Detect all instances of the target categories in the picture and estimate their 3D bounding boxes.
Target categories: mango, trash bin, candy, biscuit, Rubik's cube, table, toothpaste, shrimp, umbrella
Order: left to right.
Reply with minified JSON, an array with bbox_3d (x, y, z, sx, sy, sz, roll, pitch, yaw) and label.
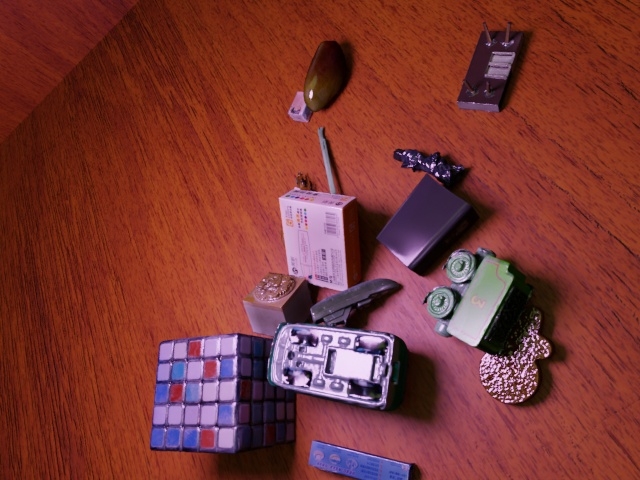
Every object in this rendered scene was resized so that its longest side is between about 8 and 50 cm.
[{"bbox_3d":[-0.259,0.424,1.252,0.293,0.292,0.287,-12,68,27],"label":"Rubik's cube"},{"bbox_3d":[-0.076,-0.085,1.472,0.152,0.063,0.287,-21,65,33],"label":"shrimp"},{"bbox_3d":[0.020,-0.565,1.540,0.111,0.133,0.267,5,72,48],"label":"mango"},{"bbox_3d":[0.030,-0.201,1.440,0.119,0.119,0.440,-24,56,19],"label":"candy"},{"bbox_3d":[0.101,0.573,1.146,0.272,0.053,0.066,0,69,29],"label":"toothpaste"},{"bbox_3d":[0.285,-0.039,1.224,0.225,0.115,0.165,-49,57,7],"label":"trash bin"},{"bbox_3d":[0.308,-0.228,1.307,0.080,0.071,0.224,-31,44,-30],"label":"umbrella"},{"bbox_3d":[0.481,-0.504,1.280,0.121,0.111,0.240,16,81,31],"label":"table"},{"bbox_3d":[0.454,0.266,1.065,0.180,0.039,0.236,6,76,38],"label":"biscuit"}]

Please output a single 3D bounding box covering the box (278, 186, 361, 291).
[{"bbox_3d":[0.000,0.000,1.291,0.220,0.091,0.274,14,122,30],"label":"box"}]

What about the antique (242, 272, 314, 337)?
[{"bbox_3d":[-0.121,0.183,1.318,0.146,0.148,0.152,3,33,30],"label":"antique"}]

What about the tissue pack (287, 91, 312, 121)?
[{"bbox_3d":[-0.063,-0.476,1.596,0.074,0.059,0.094,17,81,34],"label":"tissue pack"}]

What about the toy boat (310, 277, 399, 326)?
[{"bbox_3d":[0.100,0.171,1.234,0.260,0.078,0.085,-21,67,-10],"label":"toy boat"}]

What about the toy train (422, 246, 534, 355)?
[{"bbox_3d":[0.376,0.139,1.075,0.188,0.132,0.243,27,88,50],"label":"toy train"}]

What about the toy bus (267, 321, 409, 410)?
[{"bbox_3d":[0.058,0.323,1.167,0.343,0.199,0.184,2,71,29],"label":"toy bus"}]
